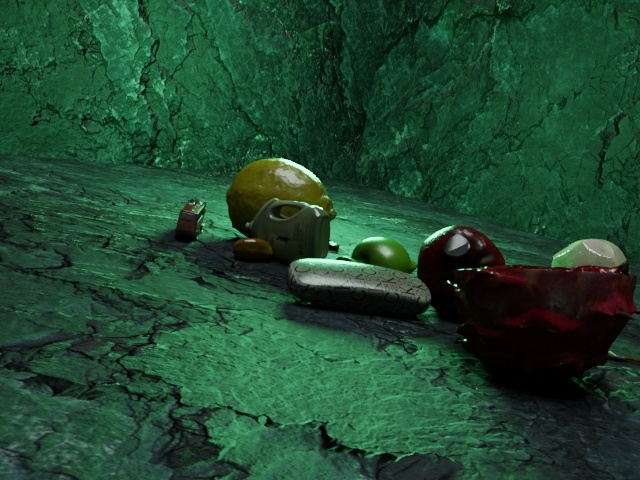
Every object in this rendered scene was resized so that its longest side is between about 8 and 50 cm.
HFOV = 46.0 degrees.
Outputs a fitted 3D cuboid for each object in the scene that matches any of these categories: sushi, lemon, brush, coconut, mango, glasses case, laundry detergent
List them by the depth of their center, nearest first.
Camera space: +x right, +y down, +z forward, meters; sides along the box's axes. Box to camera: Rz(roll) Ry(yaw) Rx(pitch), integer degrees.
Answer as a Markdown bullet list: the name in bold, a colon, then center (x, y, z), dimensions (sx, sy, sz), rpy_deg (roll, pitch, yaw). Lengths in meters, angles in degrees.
- **brush**: center (0.737, 0.282, 1.793), dimensions (0.170, 0.014, 0.043), rpy_deg (12, 9, -3)
- **glasses case**: center (0.092, 0.110, 1.797), dimensions (0.355, 0.085, 0.137), rpy_deg (9, 25, -15)
- **mango**: center (-0.184, 0.025, 2.072), dimensions (0.114, 0.060, 0.080), rpy_deg (4, -3, -23)
- **laundry detergent**: center (-0.101, -0.026, 2.127), dimensions (0.253, 0.181, 0.091), rpy_deg (10, 14, 27)
- **coconut**: center (0.784, 0.107, 2.219), dimensions (0.227, 0.227, 0.230), rpy_deg (20, 13, 39)
- **lemon**: center (-0.128, -0.119, 2.315), dimensions (0.316, 0.285, 0.285), rpy_deg (-22, -3, 23)
- **sushi**: center (0.000, 0.000, 2.471), dimensions (0.139, 0.031, 0.201), rpy_deg (6, 11, -21)

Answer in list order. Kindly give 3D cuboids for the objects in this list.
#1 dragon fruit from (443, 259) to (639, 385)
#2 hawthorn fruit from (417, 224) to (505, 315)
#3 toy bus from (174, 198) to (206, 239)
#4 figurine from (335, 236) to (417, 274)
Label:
- **dragon fruit**: center (0.450, 0.161, 1.532), dimensions (0.386, 0.249, 0.371), rpy_deg (7, -5, -40)
- **hawthorn fruit**: center (0.336, 0.077, 1.928), dimensions (0.210, 0.230, 0.266), rpy_deg (-21, 6, -17)
- **toy bus**: center (-0.382, -0.062, 2.238), dimensions (0.073, 0.096, 0.235), rpy_deg (13, 12, -5)
- **figurine**: center (0.126, 0.073, 1.960), dimensions (0.263, 0.143, 0.162), rpy_deg (-12, 27, -37)
